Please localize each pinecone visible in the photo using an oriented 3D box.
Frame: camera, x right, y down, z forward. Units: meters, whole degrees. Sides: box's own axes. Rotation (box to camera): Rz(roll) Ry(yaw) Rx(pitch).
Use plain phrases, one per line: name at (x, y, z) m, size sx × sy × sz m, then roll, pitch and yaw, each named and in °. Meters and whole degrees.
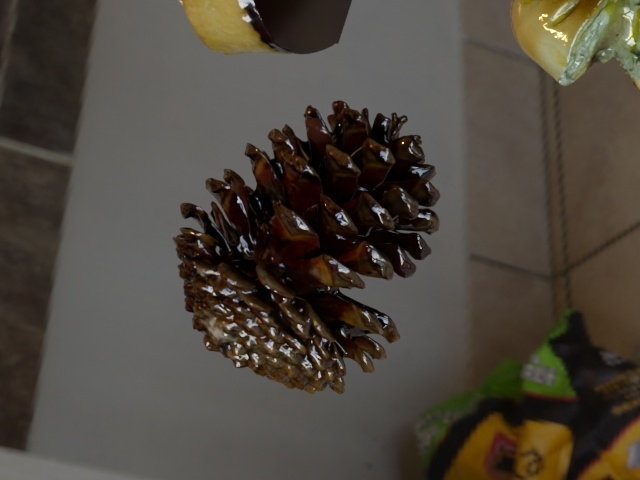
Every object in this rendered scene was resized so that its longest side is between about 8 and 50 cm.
pinecone at (0.000, 0.001, 1.301) m, size 0.292 × 0.246 × 0.246 m, roll -51°, pitch 20°, yaw -12°

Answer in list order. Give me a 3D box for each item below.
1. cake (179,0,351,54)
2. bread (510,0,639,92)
cake at (-0.086, -0.284, 1.450) m, size 0.178 × 0.208 × 0.185 m, roll 0°, pitch 37°, yaw 40°
bread at (0.452, -0.351, 2.063) m, size 0.160 × 0.333 × 0.333 m, roll 91°, pitch 173°, yaw -45°
